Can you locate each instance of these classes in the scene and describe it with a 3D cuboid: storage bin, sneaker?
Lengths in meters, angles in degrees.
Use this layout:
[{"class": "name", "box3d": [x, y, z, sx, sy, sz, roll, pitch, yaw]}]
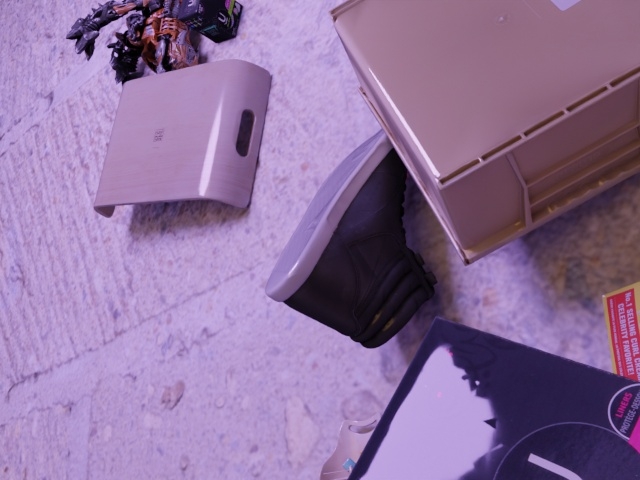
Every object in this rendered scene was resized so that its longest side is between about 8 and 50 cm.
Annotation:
[{"class": "storage bin", "box3d": [0.177, -0.163, 0.645, 0.260, 0.123, 0.262, -29, 52, 6]}, {"class": "sneaker", "box3d": [0.065, -0.008, 0.758, 0.104, 0.147, 0.295, -35, 19, 50]}]

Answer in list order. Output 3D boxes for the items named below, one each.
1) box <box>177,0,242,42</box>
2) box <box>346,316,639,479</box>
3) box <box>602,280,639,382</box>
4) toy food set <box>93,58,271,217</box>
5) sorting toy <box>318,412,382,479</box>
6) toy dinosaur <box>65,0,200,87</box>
[{"class": "box", "box3d": [-0.177, -0.368, 1.130, 0.052, 0.083, 0.062, -2, 72, 43]}, {"class": "box", "box3d": [0.179, 0.186, 0.505, 0.270, 0.143, 0.165, 13, 65, 46]}, {"class": "box", "box3d": [0.297, 0.046, 0.470, 0.232, 0.058, 0.087, 138, 136, -61]}, {"class": "toy food set", "box3d": [-0.218, -0.146, 1.090, 0.306, 0.092, 0.219, -2, 71, 34]}, {"class": "sorting toy", "box3d": [0.043, 0.217, 0.720, 0.083, 0.045, 0.075, -23, 51, 35]}, {"class": "toy dinosaur", "box3d": [-0.304, -0.380, 1.244, 0.218, 0.164, 0.322, -32, 34, 12]}]
